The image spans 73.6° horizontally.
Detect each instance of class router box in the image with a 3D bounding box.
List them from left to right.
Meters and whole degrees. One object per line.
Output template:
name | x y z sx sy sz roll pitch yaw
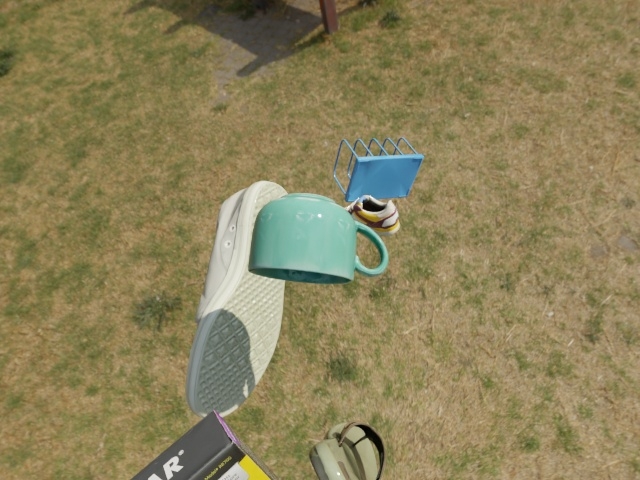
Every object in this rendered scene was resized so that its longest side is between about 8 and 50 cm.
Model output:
router box | -0.115 0.239 0.331 0.179 0.133 0.046 -38 34 -17

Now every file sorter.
file sorter | 0.129 -0.173 1.013 0.171 0.118 0.104 -8 46 -23

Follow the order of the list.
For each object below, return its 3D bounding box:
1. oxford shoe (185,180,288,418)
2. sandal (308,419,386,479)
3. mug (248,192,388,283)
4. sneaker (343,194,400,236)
oxford shoe | -0.160 0.099 0.816 0.130 0.169 0.448 -6 66 38
sandal | 0.061 0.339 0.668 0.086 0.303 0.120 -38 71 -3
mug | -0.008 0.000 0.541 0.158 0.129 0.097 12 76 -30
sneaker | 0.077 -0.061 0.919 0.186 0.083 0.069 3 45 26
